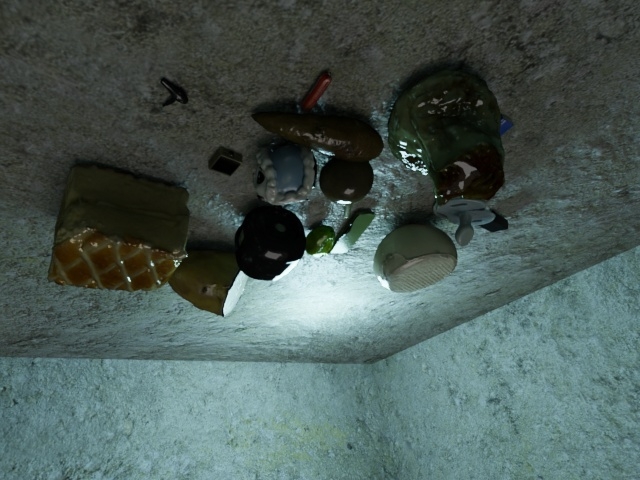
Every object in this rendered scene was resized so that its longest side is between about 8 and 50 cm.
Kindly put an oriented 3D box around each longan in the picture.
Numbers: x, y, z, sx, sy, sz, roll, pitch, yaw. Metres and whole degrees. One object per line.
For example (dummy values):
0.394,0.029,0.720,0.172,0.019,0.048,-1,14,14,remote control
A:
0.090,-0.208,1.371,0.204,0.185,0.159,-43,131,-27,longan

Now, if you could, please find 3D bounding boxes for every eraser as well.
0.582,-0.370,1.378,0.063,0.027,0.084,9,145,-33,eraser

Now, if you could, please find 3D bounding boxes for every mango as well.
0.000,-0.001,1.757,0.119,0.100,0.178,13,138,-23,mango

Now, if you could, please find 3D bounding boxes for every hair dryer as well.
-0.391,-0.370,1.075,0.083,0.031,0.079,-20,139,32,hair dryer

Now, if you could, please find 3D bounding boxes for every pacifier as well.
0.582,-0.073,1.719,0.227,0.207,0.279,-10,155,37,pacifier

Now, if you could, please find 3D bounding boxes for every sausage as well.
-0.008,-0.403,1.127,0.034,0.034,0.129,10,143,-32,sausage

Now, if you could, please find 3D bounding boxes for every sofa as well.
0.784,-0.088,1.913,0.147,0.060,0.085,17,157,-39,sofa

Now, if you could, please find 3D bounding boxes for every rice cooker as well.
-0.187,0.003,1.564,0.267,0.267,0.224,6,139,-27,rice cooker

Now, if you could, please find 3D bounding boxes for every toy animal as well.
-0.110,-0.212,1.283,0.204,0.208,0.156,-7,115,-2,toy animal

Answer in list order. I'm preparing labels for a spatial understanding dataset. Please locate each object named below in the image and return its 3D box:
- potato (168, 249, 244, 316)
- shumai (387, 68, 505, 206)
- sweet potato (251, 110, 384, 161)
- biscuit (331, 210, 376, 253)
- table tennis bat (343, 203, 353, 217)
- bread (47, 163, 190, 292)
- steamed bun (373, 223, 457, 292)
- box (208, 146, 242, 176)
-0.476,0.143,1.787,0.296,0.290,0.397,22,-174,-2,potato
0.385,-0.258,1.217,0.324,0.323,0.397,-17,149,8,shumai
0.014,-0.306,1.212,0.422,0.130,0.130,6,147,-25,sweet potato
0.133,-0.034,1.805,0.099,0.038,0.322,0,148,-23,biscuit
0.112,-0.161,1.598,0.131,0.022,0.234,-7,149,-7,table tennis bat
-0.644,-0.014,1.358,0.371,0.279,0.390,14,144,-33,bread
0.405,0.064,1.854,0.374,0.241,0.374,-10,147,-7,steamed bun
-0.295,-0.245,1.305,0.079,0.035,0.083,15,142,-37,box
